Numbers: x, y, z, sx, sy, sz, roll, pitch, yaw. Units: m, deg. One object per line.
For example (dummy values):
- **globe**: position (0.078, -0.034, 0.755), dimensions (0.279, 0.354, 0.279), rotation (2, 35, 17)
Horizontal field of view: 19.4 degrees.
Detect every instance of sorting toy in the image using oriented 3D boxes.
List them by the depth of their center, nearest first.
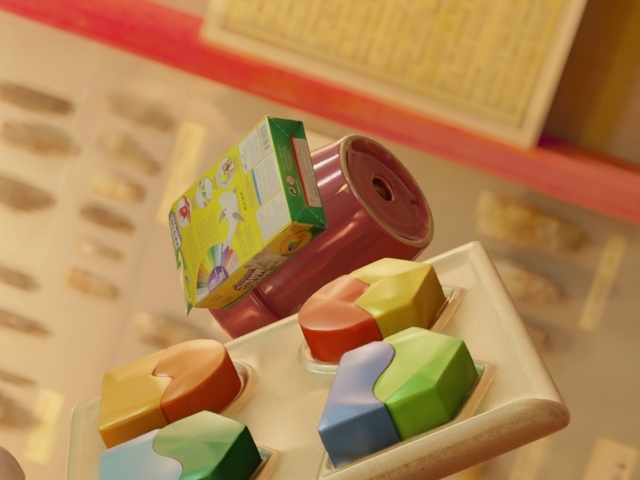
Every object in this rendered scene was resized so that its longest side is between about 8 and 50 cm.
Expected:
- **sorting toy**: position (-0.014, 0.061, 0.725), dimensions (0.208, 0.193, 0.038), rotation (-103, -10, -74)

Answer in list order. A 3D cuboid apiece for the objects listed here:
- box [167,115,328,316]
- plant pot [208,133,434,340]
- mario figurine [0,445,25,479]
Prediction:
- **box**: position (-0.068, -0.015, 1.576), dimensions (0.179, 0.043, 0.105), rotation (-37, 56, 43)
- **plant pot**: position (0.000, 0.000, 1.784), dimensions (0.180, 0.201, 0.201), rotation (-37, 17, 28)
- **mario figurine**: position (-0.286, 0.272, 1.358), dimensions (0.170, 0.198, 0.320), rotation (88, 157, -43)
